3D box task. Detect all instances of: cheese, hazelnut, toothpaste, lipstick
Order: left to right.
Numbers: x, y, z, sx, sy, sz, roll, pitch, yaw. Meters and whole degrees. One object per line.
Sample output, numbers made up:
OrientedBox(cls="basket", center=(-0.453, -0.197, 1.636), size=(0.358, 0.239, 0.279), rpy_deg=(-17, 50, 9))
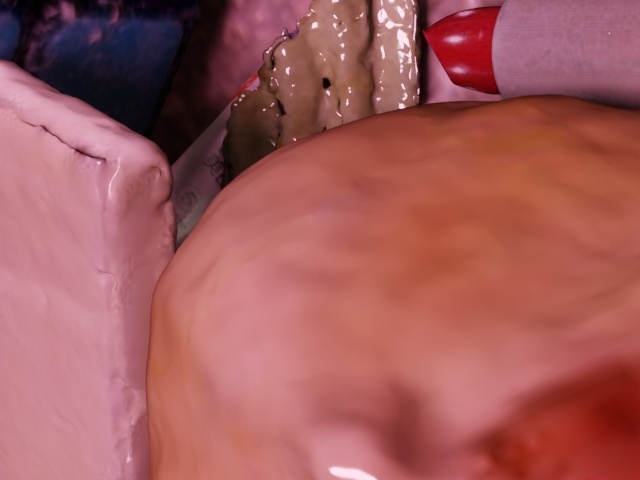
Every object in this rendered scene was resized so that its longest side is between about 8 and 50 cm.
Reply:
OrientedBox(cls="cheese", center=(-0.084, 0.120, 0.633), size=(0.085, 0.034, 0.400), rpy_deg=(30, 135, 31))
OrientedBox(cls="toothpaste", center=(-0.073, 0.010, 0.687), size=(0.190, 0.031, 0.048), rpy_deg=(-40, 81, 26))
OrientedBox(cls="hazelnut", center=(0.064, 0.073, 0.490), size=(0.261, 0.241, 0.261), rpy_deg=(1, 92, 34))
OrientedBox(cls="lipstick", center=(0.109, -0.057, 0.549), size=(0.186, 0.063, 0.057), rpy_deg=(4, 99, 38))

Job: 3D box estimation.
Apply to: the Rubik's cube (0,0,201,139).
OrientedBox(cls="Rubik's cube", center=(-0.248, -0.158, 0.568), size=(0.344, 0.337, 0.344), rpy_deg=(35, 115, 28))

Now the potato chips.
OrientedBox(cls="potato chips", center=(0.000, 0.000, 0.631), size=(0.092, 0.028, 0.207), rpy_deg=(-1, 102, 16))
